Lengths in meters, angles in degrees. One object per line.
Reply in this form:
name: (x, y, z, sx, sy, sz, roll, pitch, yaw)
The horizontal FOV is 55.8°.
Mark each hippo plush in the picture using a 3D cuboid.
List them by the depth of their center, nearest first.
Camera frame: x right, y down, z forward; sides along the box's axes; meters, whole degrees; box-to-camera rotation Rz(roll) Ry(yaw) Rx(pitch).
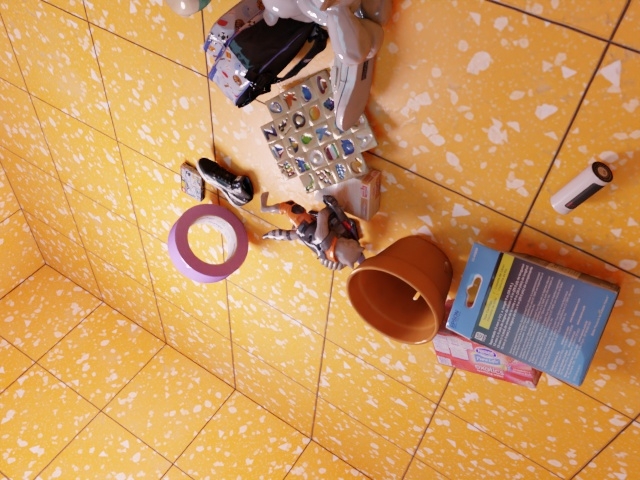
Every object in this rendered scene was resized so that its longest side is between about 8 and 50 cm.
hippo plush: (-0.010, -0.484, 1.254, 0.237, 0.294, 0.234, 10, 113, 31)

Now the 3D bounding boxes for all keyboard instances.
keyboard: (0.041, -0.035, 1.913, 0.180, 0.023, 0.108, 14, 137, 34)

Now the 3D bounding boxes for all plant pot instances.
plant pot: (0.246, 0.124, 1.731, 0.291, 0.203, 0.290, 25, 142, 21)

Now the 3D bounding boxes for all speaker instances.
speaker: (0.563, -0.112, 1.310, 0.055, 0.055, 0.136, 40, 145, 2)

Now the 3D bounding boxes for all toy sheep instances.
toy sheep: (0.047, 0.055, 1.951, 0.132, 0.091, 0.091, 22, 142, 9)

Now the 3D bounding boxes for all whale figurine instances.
whale figurine: (-0.356, -0.682, 1.534, 0.272, 0.141, 0.216, 40, 155, 48)

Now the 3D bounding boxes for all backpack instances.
backpack: (-0.161, -0.455, 1.467, 0.213, 0.276, 0.263, 48, 151, -1)

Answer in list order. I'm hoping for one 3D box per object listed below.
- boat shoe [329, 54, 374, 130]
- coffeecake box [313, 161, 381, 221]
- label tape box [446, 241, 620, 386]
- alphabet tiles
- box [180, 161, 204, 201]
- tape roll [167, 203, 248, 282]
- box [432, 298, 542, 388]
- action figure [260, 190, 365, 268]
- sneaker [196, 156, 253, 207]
boat shoe: (0.064, -0.393, 1.442, 0.088, 0.096, 0.267, 34, 139, 27)
coffeecake box: (0.075, -0.153, 1.714, 0.186, 0.068, 0.142, 24, 140, 23)
label tape box: (0.522, 0.170, 1.506, 0.348, 0.115, 0.249, 22, 106, 28)
alphabet tiles: (-0.011, -0.283, 1.630, 0.343, 0.011, 0.285, -15, 105, 40)
box: (-0.464, -0.211, 2.197, 0.094, 0.027, 0.137, 31, 143, 12)
tape roll: (-0.399, 0.010, 2.157, 0.275, 0.275, 0.090, 47, 145, -7)
box: (0.484, 0.289, 1.733, 0.300, 0.142, 0.154, 8, 133, 38)
action figure: (0.000, 0.000, 1.787, 0.330, 0.178, 0.341, 27, 161, 40)
sneaker: (-0.304, -0.212, 2.012, 0.217, 0.079, 0.121, 45, 142, -19)
